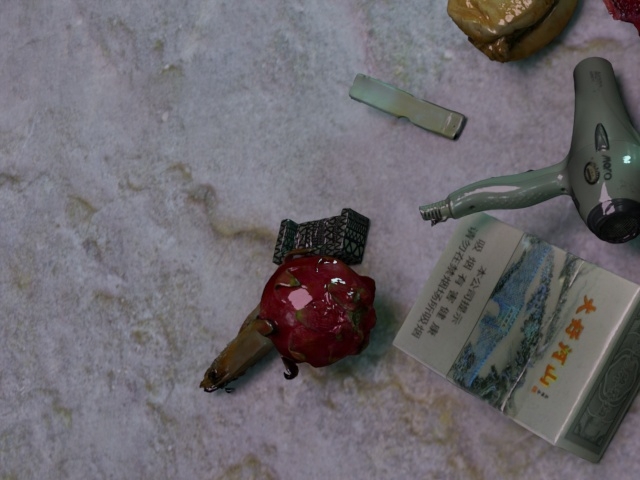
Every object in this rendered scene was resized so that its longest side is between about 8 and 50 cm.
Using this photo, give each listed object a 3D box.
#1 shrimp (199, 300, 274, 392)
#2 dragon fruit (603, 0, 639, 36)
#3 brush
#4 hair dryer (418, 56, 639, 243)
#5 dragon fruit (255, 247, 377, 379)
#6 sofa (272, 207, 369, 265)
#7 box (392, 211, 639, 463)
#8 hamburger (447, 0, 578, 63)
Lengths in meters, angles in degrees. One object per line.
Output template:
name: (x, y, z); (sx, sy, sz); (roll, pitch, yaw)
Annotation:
shrimp: (-0.078, 0.112, 1.781); (0.190, 0.042, 0.101); (-49, 19, 17)
dragon fruit: (0.351, -0.300, 1.468); (0.189, 0.163, 0.262); (-14, 57, 9)
brush: (0.101, -0.151, 1.747); (0.178, 0.030, 0.033); (28, 82, 42)
hair dryer: (0.231, -0.093, 1.498); (0.224, 0.088, 0.219); (4, 50, 28)
dragon fruit: (-0.008, 0.074, 1.647); (0.136, 0.133, 0.166); (-27, -1, -11)
sofa: (0.000, 0.000, 1.757); (0.118, 0.039, 0.060); (-8, 62, 46)
box: (0.199, 0.085, 1.457); (0.256, 0.069, 0.164); (29, 91, 52)
hamburger: (0.212, -0.265, 1.645); (0.147, 0.083, 0.138); (-55, 35, 6)
